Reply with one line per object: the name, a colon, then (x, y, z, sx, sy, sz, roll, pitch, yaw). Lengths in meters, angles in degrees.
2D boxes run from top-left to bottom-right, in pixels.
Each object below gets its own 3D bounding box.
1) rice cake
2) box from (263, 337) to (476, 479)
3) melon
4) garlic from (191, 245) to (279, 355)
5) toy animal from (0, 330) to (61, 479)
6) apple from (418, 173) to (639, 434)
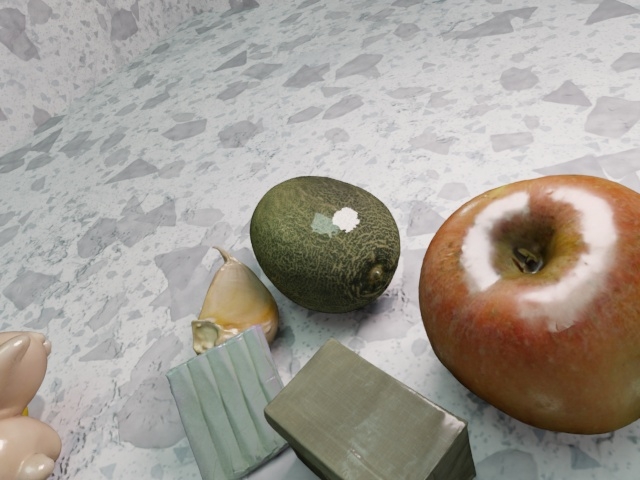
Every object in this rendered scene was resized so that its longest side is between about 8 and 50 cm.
rice cake: (-0.134, 0.259, 0.781, 0.189, 0.037, 0.198, -29, 86, -8)
box: (0.066, 0.275, 0.676, 0.231, 0.149, 0.155, 24, 57, 40)
melon: (0.000, 0.000, 0.938, 0.248, 0.248, 0.329, -38, 37, -19)
garlic: (-0.162, 0.131, 0.925, 0.145, 0.164, 0.245, -30, 32, 16)
toy animal: (-0.541, 0.338, 0.838, 0.247, 0.277, 0.345, 38, 75, 15)
apple: (0.310, 0.086, 0.675, 0.338, 0.305, 0.338, -18, 48, 21)
